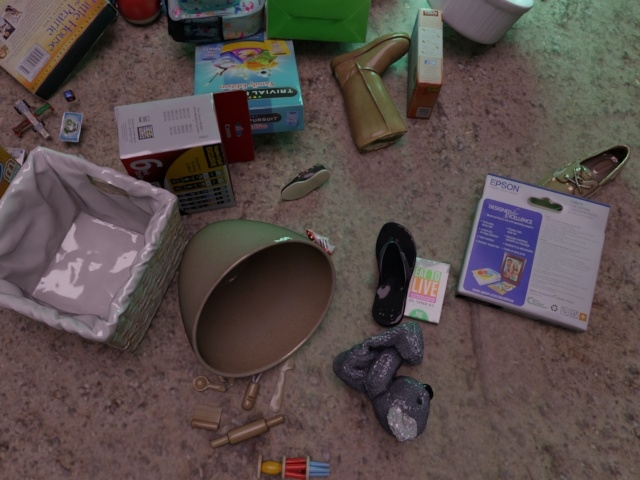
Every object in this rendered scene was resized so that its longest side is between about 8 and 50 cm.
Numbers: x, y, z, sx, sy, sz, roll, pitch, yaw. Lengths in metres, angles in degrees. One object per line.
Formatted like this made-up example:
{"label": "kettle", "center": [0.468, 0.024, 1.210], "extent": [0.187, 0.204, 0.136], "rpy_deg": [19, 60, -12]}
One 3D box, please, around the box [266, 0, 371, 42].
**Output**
{"label": "box", "center": [-0.011, -0.637, 1.539], "extent": [0.262, 0.127, 0.231], "rpy_deg": [2, 47, -4]}

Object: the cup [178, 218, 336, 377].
{"label": "cup", "center": [-0.167, 0.084, 1.232], "extent": [0.331, 0.331, 0.237], "rpy_deg": [-36, 47, -14]}

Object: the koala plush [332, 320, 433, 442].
{"label": "koala plush", "center": [0.150, 0.312, 1.210], "extent": [0.203, 0.196, 0.221], "rpy_deg": [-22, 72, 2]}

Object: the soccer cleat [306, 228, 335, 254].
{"label": "soccer cleat", "center": [0.000, 0.000, 1.396], "extent": [0.083, 0.029, 0.035], "rpy_deg": [44, 65, 10]}

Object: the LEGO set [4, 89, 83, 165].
{"label": "LEGO set", "center": [-0.688, -0.263, 1.465], "extent": [0.182, 0.060, 0.244], "rpy_deg": [6, 81, 0]}

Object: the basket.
{"label": "basket", "center": [-0.493, 0.038, 1.234], "extent": [0.328, 0.266, 0.331], "rpy_deg": [19, 69, 5]}

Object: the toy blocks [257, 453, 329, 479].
{"label": "toy blocks", "center": [-0.057, 0.504, 1.190], "extent": [0.148, 0.054, 0.123], "rpy_deg": [3, 69, -2]}

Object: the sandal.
{"label": "sandal", "center": [0.171, 0.071, 1.346], "extent": [0.097, 0.054, 0.255], "rpy_deg": [-1, 67, 15]}

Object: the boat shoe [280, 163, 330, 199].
{"label": "boat shoe", "center": [-0.041, -0.144, 1.440], "extent": [0.133, 0.049, 0.042], "rpy_deg": [-30, 46, -6]}

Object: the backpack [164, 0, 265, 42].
{"label": "backpack", "center": [-0.264, -0.628, 1.473], "extent": [0.253, 0.191, 0.225], "rpy_deg": [-5, 70, -15]}

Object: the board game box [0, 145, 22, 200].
{"label": "board game box", "center": [-0.926, -0.097, 1.211], "extent": [0.356, 0.356, 0.356], "rpy_deg": [9, 73, 1]}

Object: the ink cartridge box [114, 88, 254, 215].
{"label": "ink cartridge box", "center": [-0.278, -0.184, 1.301], "extent": [0.271, 0.309, 0.130], "rpy_deg": [-11, 70, -6]}

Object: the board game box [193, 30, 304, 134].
{"label": "board game box", "center": [-0.183, -0.400, 1.453], "extent": [0.253, 0.079, 0.336], "rpy_deg": [-6, 50, -4]}

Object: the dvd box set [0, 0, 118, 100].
{"label": "dvd box set", "center": [-0.780, -0.609, 1.530], "extent": [0.420, 0.062, 0.308], "rpy_deg": [38, 90, 12]}

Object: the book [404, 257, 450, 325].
{"label": "book", "center": [0.242, 0.117, 1.361], "extent": [0.096, 0.035, 0.144], "rpy_deg": [13, 71, 7]}

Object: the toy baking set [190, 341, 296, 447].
{"label": "toy baking set", "center": [-0.163, 0.329, 1.263], "extent": [0.256, 0.030, 0.197], "rpy_deg": [-14, 71, -7]}

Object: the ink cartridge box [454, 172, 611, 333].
{"label": "ink cartridge box", "center": [0.499, 0.027, 1.371], "extent": [0.303, 0.072, 0.307], "rpy_deg": [17, 74, 5]}

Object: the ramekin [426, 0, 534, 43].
{"label": "ramekin", "center": [0.412, -0.652, 1.546], "extent": [0.277, 0.135, 0.277], "rpy_deg": [19, 45, -20]}

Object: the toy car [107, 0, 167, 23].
{"label": "toy car", "center": [-0.497, -0.724, 1.533], "extent": [0.219, 0.238, 0.210], "rpy_deg": [-3, 70, -4]}

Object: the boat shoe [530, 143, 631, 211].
{"label": "boat shoe", "center": [0.635, -0.148, 1.437], "extent": [0.302, 0.098, 0.109], "rpy_deg": [-29, 73, -11]}

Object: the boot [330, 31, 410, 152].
{"label": "boot", "center": [0.167, -0.385, 1.512], "extent": [0.236, 0.089, 0.270], "rpy_deg": [-23, 70, 8]}

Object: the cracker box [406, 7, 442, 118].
{"label": "cracker box", "center": [0.269, -0.457, 1.507], "extent": [0.067, 0.156, 0.232], "rpy_deg": [4, 70, -1]}
